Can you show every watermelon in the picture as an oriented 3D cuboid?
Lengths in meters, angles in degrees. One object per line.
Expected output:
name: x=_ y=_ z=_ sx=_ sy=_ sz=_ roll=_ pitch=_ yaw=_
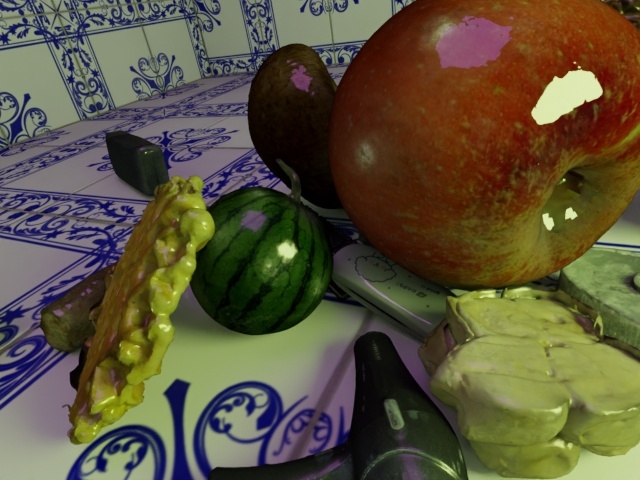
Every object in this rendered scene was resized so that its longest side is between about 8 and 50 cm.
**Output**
watermelon: x=-0.069 y=0.017 z=0.534 sx=0.188 sy=0.215 sz=0.188 roll=33 pitch=12 yaw=-8

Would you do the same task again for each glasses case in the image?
glasses case: x=-0.509 y=-0.218 z=1.139 sx=0.074 sy=0.131 sz=0.323 roll=-24 pitch=33 yaw=-33
glasses case: x=0.096 y=0.065 z=0.544 sx=0.197 sy=0.049 sz=0.076 roll=32 pitch=55 yaw=33

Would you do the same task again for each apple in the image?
apple: x=0.183 y=-0.113 z=0.485 sx=0.348 sy=0.349 sz=0.277 roll=-20 pitch=41 yaw=-16

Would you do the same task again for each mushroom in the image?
mushroom: x=0.041 y=-0.217 z=0.752 sx=0.356 sy=0.335 sz=0.331 roll=-29 pitch=-18 yaw=33

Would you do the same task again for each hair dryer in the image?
hair dryer: x=-0.021 y=0.183 z=0.378 sx=0.271 sy=0.092 sz=0.236 roll=-14 pitch=21 yaw=1

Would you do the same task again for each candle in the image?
candle: x=0.363 y=0.075 z=0.451 sx=0.192 sy=0.068 sz=0.168 roll=3 pitch=33 yaw=28

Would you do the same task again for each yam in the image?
yam: x=-0.291 y=0.038 z=0.696 sx=0.081 sy=0.081 sz=0.357 roll=6 pitch=34 yaw=25

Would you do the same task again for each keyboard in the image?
keyboard: x=0.000 y=0.000 z=0.726 sx=0.106 sy=0.027 sz=0.317 roll=-23 pitch=32 yaw=-20

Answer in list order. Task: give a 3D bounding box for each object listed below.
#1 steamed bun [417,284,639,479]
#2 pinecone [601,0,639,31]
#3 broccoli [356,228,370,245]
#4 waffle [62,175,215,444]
steamed bun: x=0.182 y=0.129 z=0.381 sx=0.192 sy=0.106 sz=0.177 roll=-7 pitch=25 yaw=-12
pinecone: x=0.447 y=-0.268 z=0.731 sx=0.383 sy=0.385 sz=0.385 roll=-7 pitch=30 yaw=4
broccoli: x=0.144 y=-0.046 z=0.708 sx=0.204 sy=0.118 sz=0.122 roll=-15 pitch=-4 yaw=-40
waffle: x=-0.218 y=0.059 z=0.494 sx=0.060 sy=0.307 sz=0.312 roll=27 pitch=2 yaw=-28
